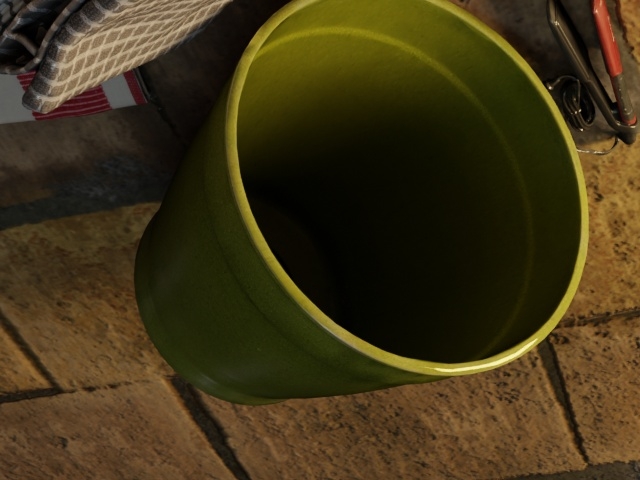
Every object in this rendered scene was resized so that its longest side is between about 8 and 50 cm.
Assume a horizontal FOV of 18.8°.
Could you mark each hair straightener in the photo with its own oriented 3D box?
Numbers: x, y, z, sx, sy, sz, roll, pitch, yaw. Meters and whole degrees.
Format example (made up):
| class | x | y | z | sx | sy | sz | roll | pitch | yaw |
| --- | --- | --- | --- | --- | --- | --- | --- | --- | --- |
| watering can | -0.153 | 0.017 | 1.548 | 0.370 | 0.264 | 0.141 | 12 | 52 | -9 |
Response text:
| class | x | y | z | sx | sy | sz | roll | pitch | yaw |
| --- | --- | --- | --- | --- | --- | --- | --- | --- | --- |
| hair straightener | 0.244 | -0.152 | 1.817 | 0.089 | 0.047 | 0.230 | -10 | 146 | 17 |

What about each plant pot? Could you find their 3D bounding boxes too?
| class | x | y | z | sx | sy | sz | roll | pitch | yaw |
| --- | --- | --- | --- | --- | --- | --- | --- | --- | --- |
| plant pot | 0.000 | 0.000 | 1.813 | 0.366 | 0.366 | 0.353 | 21 | 151 | -22 |

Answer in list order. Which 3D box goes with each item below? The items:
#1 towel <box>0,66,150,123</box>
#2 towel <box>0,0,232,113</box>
| class | x | y | z | sx | sy | sz | roll | pitch | yaw |
| --- | --- | --- | --- | --- | --- | --- | --- | --- | --- |
| towel | -0.349 | -0.183 | 1.817 | 0.329 | 0.037 | 0.237 | -6 | 143 | 11 |
| towel | -0.127 | -0.227 | 1.551 | 0.235 | 0.284 | 0.121 | -31 | 91 | 39 |
